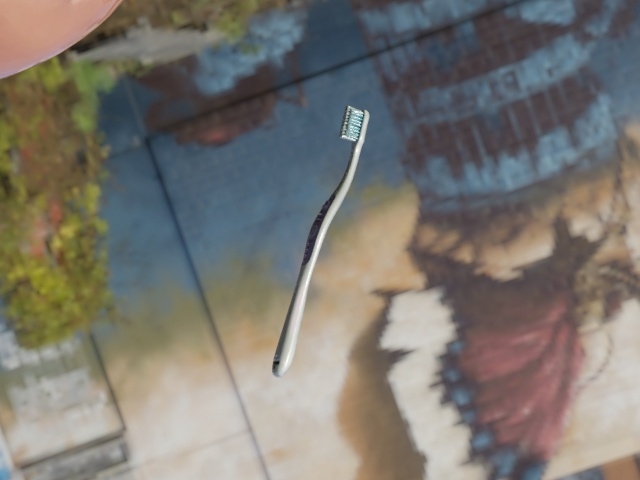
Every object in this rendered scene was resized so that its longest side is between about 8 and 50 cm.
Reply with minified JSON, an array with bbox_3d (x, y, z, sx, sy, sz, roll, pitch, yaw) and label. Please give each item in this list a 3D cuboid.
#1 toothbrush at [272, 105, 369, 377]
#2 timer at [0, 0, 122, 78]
[{"bbox_3d":[0.000,0.000,0.722,0.013,0.131,0.011,21,167,-21],"label":"toothbrush"},{"bbox_3d":[-0.236,-0.226,1.071,0.230,0.215,0.229,-30,-154,16],"label":"timer"}]
